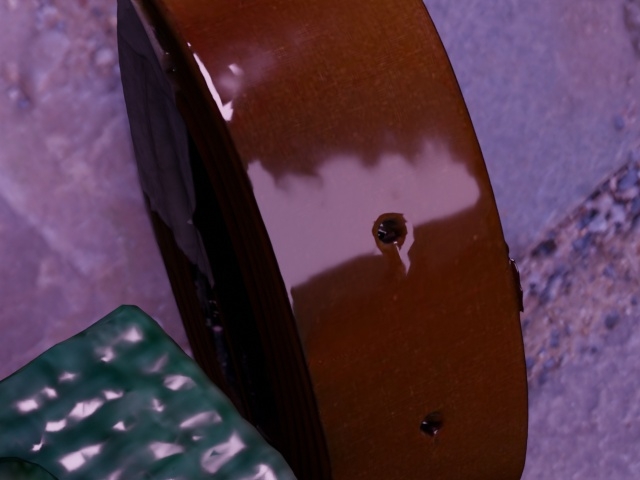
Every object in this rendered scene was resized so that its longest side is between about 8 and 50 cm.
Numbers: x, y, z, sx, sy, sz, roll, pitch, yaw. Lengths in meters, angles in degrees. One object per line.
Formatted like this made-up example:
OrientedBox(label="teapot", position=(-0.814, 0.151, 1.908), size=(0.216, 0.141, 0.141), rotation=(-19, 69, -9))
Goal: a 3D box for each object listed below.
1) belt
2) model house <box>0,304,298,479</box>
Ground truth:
OrientedBox(label="belt", position=(0.000, 0.000, 0.737), size=(0.122, 0.217, 0.339), rotation=(-22, 116, -17))
OrientedBox(label="model house", position=(-0.170, 0.222, 0.583), size=(0.382, 0.334, 0.343), rotation=(-31, 114, -30))
